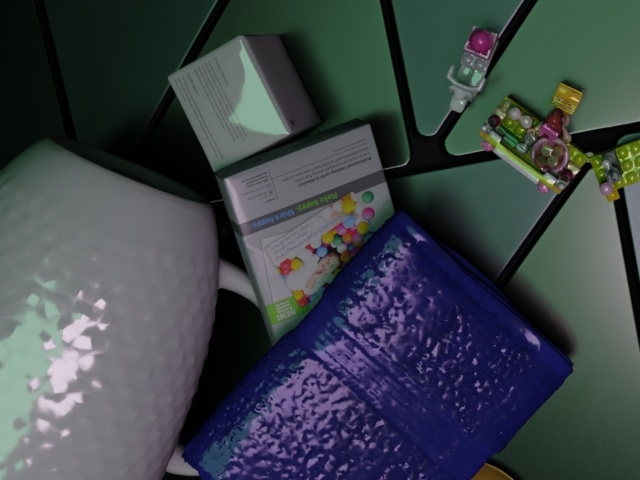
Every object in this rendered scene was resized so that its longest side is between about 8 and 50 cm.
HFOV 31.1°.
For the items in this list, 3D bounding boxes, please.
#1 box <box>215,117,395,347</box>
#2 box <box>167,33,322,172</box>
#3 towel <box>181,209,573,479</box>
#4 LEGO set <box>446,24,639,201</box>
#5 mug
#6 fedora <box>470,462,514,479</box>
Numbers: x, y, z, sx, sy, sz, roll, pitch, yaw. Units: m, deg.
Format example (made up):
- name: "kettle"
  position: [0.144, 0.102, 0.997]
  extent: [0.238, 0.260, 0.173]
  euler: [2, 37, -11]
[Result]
- name: "box"
  position: [0.000, 0.000, 1.059]
  extent: [0.145, 0.038, 0.186]
  euler: [-21, 110, -12]
- name: "box"
  position: [-0.069, -0.131, 1.074]
  extent: [0.087, 0.102, 0.101]
  euler: [-26, 92, 21]
- name: "towel"
  position: [0.052, 0.151, 1.056]
  extent: [0.227, 0.076, 0.308]
  euler: [42, 91, -10]
- name: "LEGO set"
  position: [0.240, -0.089, 0.988]
  extent: [0.286, 0.107, 0.132]
  euler: [16, 105, 13]
- name: "mug"
  position: [-0.197, 0.100, 1.093]
  extent: [0.374, 0.276, 0.328]
  euler: [21, 96, -19]
- name: "fedora"
  position: [0.124, 0.304, 1.115]
  extent: [0.194, 0.079, 0.194]
  euler: [3, 102, 15]
